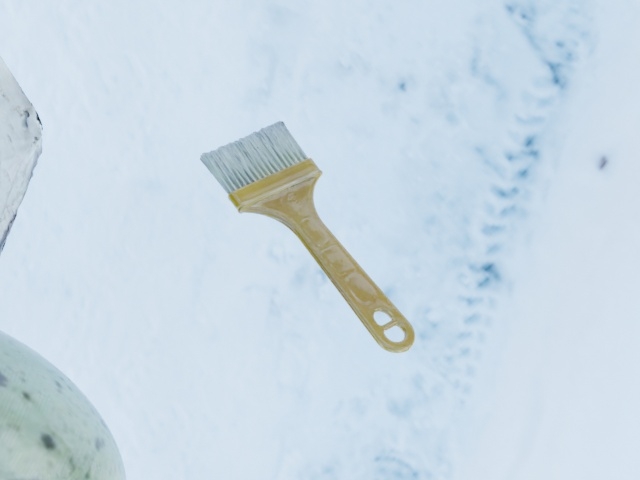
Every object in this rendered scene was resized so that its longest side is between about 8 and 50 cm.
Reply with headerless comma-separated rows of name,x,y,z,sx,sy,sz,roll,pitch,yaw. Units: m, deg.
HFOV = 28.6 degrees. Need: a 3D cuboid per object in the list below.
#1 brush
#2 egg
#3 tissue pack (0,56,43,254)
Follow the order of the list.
brush,0.000,0.000,1.191,0.103,0.272,0.013,-27,157,-30
egg,-0.372,0.215,1.212,0.379,0.287,0.287,21,107,-3
tissue pack,-0.430,-0.069,1.026,0.370,0.198,0.210,-12,125,21
